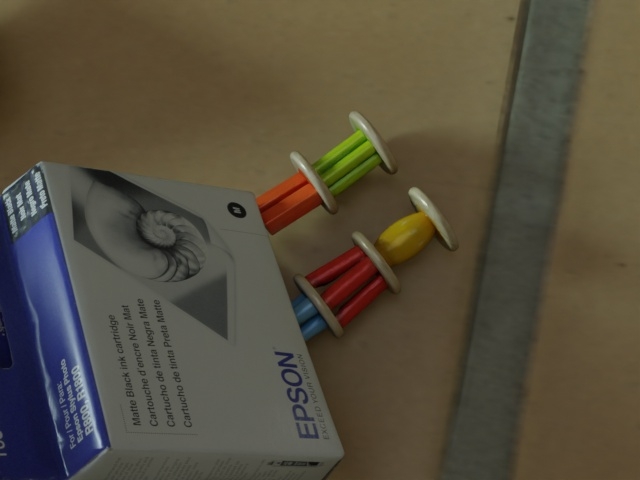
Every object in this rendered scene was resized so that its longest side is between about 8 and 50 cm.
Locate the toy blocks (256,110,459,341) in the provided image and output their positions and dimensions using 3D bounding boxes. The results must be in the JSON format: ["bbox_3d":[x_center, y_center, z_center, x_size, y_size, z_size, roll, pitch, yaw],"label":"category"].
[{"bbox_3d":[0.000,0.000,1.184,0.148,0.054,0.123,-36,77,-6],"label":"toy blocks"}]

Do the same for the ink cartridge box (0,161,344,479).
[{"bbox_3d":[-0.116,0.049,1.071,0.224,0.045,0.223,5,48,-32],"label":"ink cartridge box"}]

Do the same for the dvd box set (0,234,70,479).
[{"bbox_3d":[-0.240,0.116,1.001,0.420,0.062,0.308,0,50,-35],"label":"dvd box set"}]
